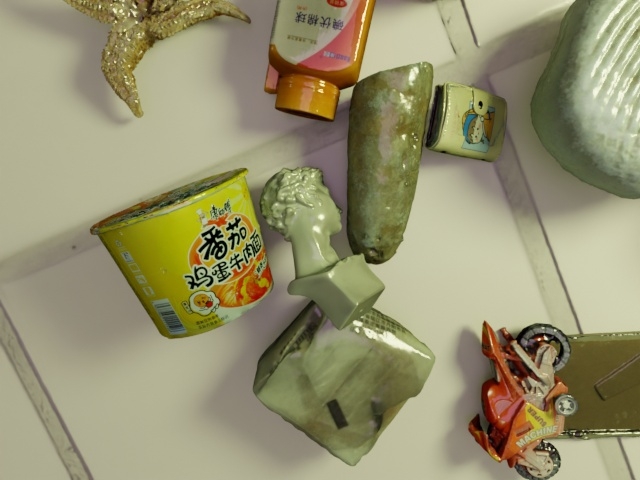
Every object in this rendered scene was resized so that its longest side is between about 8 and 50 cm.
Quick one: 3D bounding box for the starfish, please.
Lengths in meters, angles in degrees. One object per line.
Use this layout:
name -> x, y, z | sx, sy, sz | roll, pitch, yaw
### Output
starfish -> -0.278, -0.412, 0.785 | 0.293, 0.084, 0.302 | -33, 99, 3

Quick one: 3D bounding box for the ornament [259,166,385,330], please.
ornament -> -0.011, 0.008, 0.771 | 0.120, 0.130, 0.285 | -46, 59, 45

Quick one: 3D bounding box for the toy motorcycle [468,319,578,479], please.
toy motorcycle -> 0.355, 0.291, 0.853 | 0.171, 0.089, 0.298 | 2, 97, 13

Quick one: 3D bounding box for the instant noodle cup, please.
instant noodle cup -> -0.201, 0.019, 0.771 | 0.264, 0.264, 0.200 | -19, 105, 6

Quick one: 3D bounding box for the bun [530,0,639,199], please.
bun -> 0.501, -0.229, 0.717 | 0.354, 0.194, 0.355 | 1, 96, 5

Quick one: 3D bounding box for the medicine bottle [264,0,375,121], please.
medicine bottle -> -0.003, -0.313, 0.770 | 0.149, 0.112, 0.222 | 13, 99, 2

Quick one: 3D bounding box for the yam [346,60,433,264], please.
yam -> 0.104, -0.121, 0.792 | 0.133, 0.133, 0.331 | 5, 105, 2

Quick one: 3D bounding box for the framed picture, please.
framed picture -> 0.546, 0.268, 0.879 | 0.281, 0.019, 0.209 | -2, 98, 3

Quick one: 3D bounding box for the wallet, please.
wallet -> 0.242, -0.190, 0.774 | 0.155, 0.039, 0.110 | 1, 100, -35

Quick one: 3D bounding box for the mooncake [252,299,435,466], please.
mooncake -> 0.038, 0.224, 0.838 | 0.254, 0.136, 0.250 | 36, 95, -5
